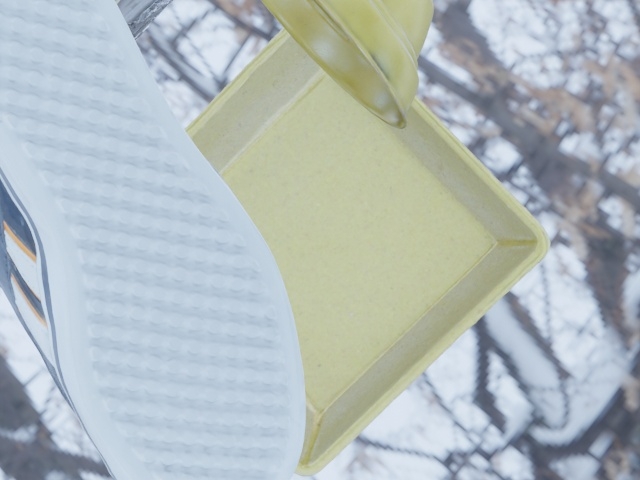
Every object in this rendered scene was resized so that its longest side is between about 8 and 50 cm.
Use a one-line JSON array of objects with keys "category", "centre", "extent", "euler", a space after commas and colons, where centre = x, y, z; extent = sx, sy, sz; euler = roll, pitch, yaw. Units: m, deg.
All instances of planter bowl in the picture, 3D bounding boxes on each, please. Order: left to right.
[{"category": "planter bowl", "centre": [0.023, -0.196, 1.336], "extent": [0.090, 0.217, 0.217], "euler": [-44, -41, -4]}]

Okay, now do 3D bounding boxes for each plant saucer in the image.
[{"category": "plant saucer", "centre": [0.000, 0.000, 1.661], "extent": [0.333, 0.333, 0.081], "euler": [-44, -12, 8]}]

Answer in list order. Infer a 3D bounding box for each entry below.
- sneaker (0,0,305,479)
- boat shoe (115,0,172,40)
[{"category": "sneaker", "centre": [-0.111, -0.007, 0.878], "extent": [0.126, 0.127, 0.321], "euler": [-27, -77, -22]}, {"category": "boat shoe", "centre": [-0.200, -0.227, 1.509], "extent": [0.324, 0.116, 0.123], "euler": [-40, 2, 4]}]
